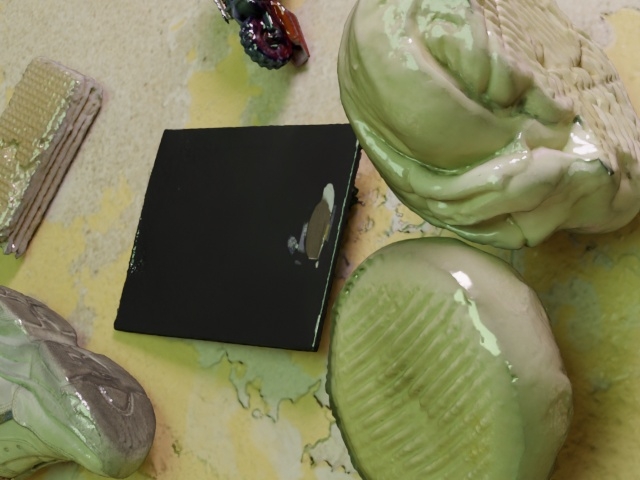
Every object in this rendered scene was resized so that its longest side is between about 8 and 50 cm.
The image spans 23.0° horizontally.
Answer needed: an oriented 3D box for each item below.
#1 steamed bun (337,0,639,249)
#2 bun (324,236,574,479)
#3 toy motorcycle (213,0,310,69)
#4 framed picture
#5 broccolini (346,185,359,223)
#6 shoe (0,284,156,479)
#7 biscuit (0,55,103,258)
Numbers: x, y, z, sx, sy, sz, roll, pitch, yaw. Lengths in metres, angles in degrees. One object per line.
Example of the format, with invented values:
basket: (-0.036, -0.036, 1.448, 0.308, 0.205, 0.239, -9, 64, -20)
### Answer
steamed bun: (0.142, -0.116, 1.427, 0.206, 0.275, 0.320, -33, 97, 30)
bun: (0.128, 0.127, 1.408, 0.287, 0.146, 0.287, 30, 129, 47)
toy motorcycle: (-0.062, -0.286, 1.752, 0.084, 0.118, 0.212, -34, 69, 41)
framed picture: (-0.095, -0.009, 1.705, 0.324, 0.013, 0.244, 3, 76, 44)
broccolini: (0.000, 0.000, 1.645, 0.030, 0.035, 0.140, 26, 92, 43)
shoe: (-0.322, 0.206, 1.755, 0.342, 0.132, 0.210, 35, 100, 42)
biscuit: (-0.357, -0.105, 1.923, 0.108, 0.062, 0.239, 28, 92, 39)
